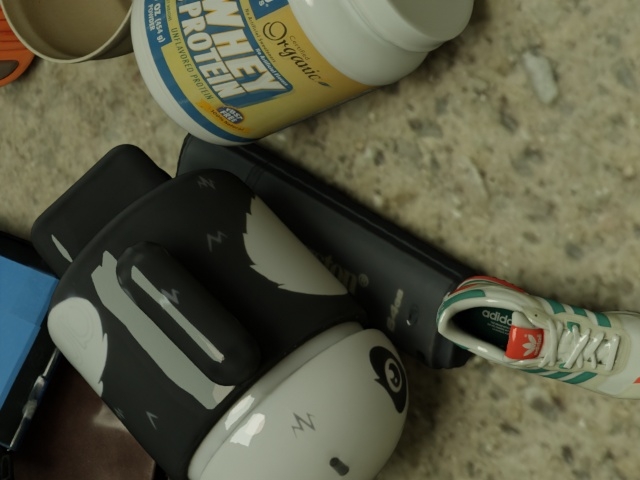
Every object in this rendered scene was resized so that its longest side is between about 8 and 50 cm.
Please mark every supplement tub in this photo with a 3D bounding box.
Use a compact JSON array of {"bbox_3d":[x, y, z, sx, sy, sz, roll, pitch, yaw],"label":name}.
[{"bbox_3d":[-0.013,-0.157,1.086,0.200,0.144,0.144,-20,80,38],"label":"supplement tub"}]

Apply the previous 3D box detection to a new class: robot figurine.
[{"bbox_3d":[-0.066,0.063,1.086,0.278,0.209,0.173,46,128,17],"label":"robot figurine"}]

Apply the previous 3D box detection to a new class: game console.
[{"bbox_3d":[-0.358,0.090,1.276,0.293,0.250,0.173,16,110,45],"label":"game console"}]

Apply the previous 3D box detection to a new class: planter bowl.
[{"bbox_3d":[-0.150,-0.211,1.217,0.162,0.109,0.162,3,95,39],"label":"planter bowl"}]

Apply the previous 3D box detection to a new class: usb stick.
[{"bbox_3d":[0.000,0.000,1.148,0.278,0.045,0.077,31,113,33],"label":"usb stick"}]

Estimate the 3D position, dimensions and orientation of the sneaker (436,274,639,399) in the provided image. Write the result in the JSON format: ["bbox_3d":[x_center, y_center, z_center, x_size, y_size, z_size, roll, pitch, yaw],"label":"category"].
[{"bbox_3d":[0.145,0.066,0.998,0.161,0.075,0.057,17,104,19],"label":"sneaker"}]

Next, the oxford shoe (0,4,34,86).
[{"bbox_3d":[-0.275,-0.307,1.332,0.133,0.130,0.363,-135,48,-66],"label":"oxford shoe"}]

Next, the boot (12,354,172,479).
[{"bbox_3d":[-0.218,0.193,1.299,0.207,0.090,0.248,24,104,32],"label":"boot"}]
